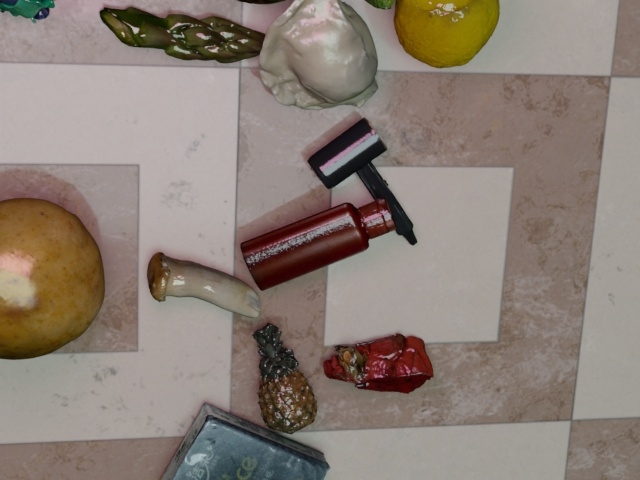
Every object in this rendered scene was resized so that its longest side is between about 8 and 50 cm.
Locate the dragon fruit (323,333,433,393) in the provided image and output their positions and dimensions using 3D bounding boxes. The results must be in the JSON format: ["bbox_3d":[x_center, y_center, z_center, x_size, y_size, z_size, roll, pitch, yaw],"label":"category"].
[{"bbox_3d":[0.099,0.221,2.113,0.192,0.122,0.092,-1,66,-8],"label":"dragon fruit"}]

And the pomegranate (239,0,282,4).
[{"bbox_3d":[-0.070,-0.474,1.818,0.248,0.202,0.202,-33,113,-34],"label":"pomegranate"}]

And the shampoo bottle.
[{"bbox_3d":[0.000,0.000,1.988,0.260,0.064,0.102,-22,127,7],"label":"shampoo bottle"}]

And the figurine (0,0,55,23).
[{"bbox_3d":[-0.472,-0.425,1.771,0.102,0.111,0.195,-43,109,-40],"label":"figurine"}]

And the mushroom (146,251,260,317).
[{"bbox_3d":[-0.197,0.082,1.995,0.209,0.084,0.071,17,122,-19],"label":"mushroom"}]

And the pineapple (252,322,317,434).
[{"bbox_3d":[-0.071,0.240,2.060,0.108,0.108,0.197,-16,95,-7],"label":"pineapple"}]

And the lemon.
[{"bbox_3d":[0.203,-0.371,1.889,0.181,0.180,0.193,18,135,-16],"label":"lemon"}]

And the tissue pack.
[{"bbox_3d":[-0.139,0.426,2.100,0.257,0.081,0.185,26,99,-19],"label":"tissue pack"}]

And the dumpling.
[{"bbox_3d":[-0.006,-0.298,1.891,0.193,0.147,0.258,-19,139,3],"label":"dumpling"}]

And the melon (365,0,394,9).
[{"bbox_3d":[0.083,-0.516,1.813,0.265,0.129,0.169,-64,146,-13],"label":"melon"}]

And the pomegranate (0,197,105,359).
[{"bbox_3d":[-0.470,0.062,1.846,0.260,0.260,0.260,-3,106,-11],"label":"pomegranate"}]

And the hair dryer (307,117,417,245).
[{"bbox_3d":[0.090,-0.077,2.019,0.128,0.070,0.255,-34,114,-1],"label":"hair dryer"}]

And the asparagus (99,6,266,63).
[{"bbox_3d":[-0.211,-0.327,1.876,0.287,0.080,0.080,2,105,-13],"label":"asparagus"}]
